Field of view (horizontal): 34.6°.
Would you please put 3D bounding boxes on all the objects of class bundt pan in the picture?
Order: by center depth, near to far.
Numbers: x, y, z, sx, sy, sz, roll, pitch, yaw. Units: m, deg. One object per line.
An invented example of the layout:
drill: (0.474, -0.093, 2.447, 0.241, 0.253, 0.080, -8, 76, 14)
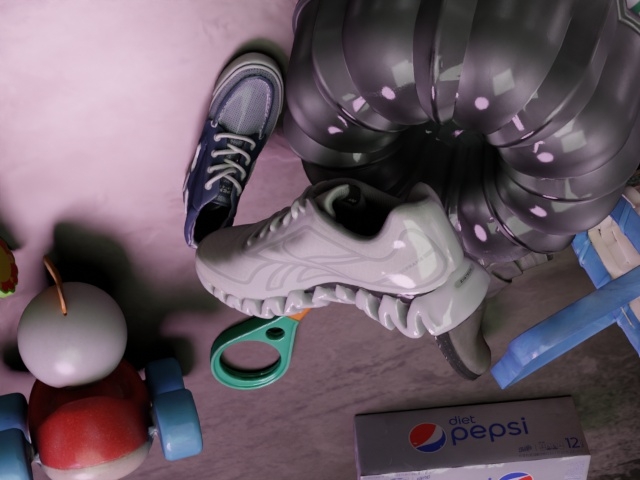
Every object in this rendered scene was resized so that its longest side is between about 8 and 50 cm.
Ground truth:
bundt pan: (0.114, -0.095, 0.861, 0.331, 0.124, 0.331, 14, 146, 9)

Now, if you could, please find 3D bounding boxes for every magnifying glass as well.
magnifying glass: (-0.047, 0.097, 1.173, 0.092, 0.026, 0.231, 24, 125, -25)

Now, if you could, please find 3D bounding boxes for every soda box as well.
soda box: (0.188, 0.274, 1.307, 0.286, 0.098, 0.091, -6, 132, -1)

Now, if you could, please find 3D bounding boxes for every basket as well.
basket: (0.302, 0.053, 1.007, 0.289, 0.201, 0.255, -33, 168, -5)

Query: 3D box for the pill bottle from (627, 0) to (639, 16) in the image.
pill bottle: (0.247, -0.192, 0.870, 0.118, 0.117, 0.208, -27, 129, 19)

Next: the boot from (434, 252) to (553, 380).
boot: (0.184, 0.049, 1.118, 0.161, 0.083, 0.246, -28, 132, 9)

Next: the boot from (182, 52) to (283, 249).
boot: (-0.082, -0.078, 0.966, 0.069, 0.086, 0.190, 12, 130, -16)

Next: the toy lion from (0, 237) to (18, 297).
toy lion: (-0.340, 0.020, 1.028, 0.034, 0.100, 0.096, -23, 112, 13)

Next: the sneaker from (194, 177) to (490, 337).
sneaker: (0.000, 0.000, 0.873, 0.292, 0.110, 0.118, 1, 130, 39)

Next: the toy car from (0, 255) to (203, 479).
toy car: (-0.261, 0.123, 1.105, 0.219, 0.210, 0.238, -11, 105, -12)
